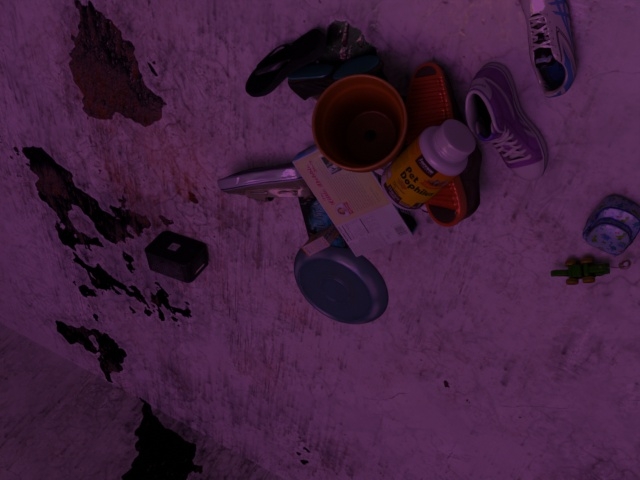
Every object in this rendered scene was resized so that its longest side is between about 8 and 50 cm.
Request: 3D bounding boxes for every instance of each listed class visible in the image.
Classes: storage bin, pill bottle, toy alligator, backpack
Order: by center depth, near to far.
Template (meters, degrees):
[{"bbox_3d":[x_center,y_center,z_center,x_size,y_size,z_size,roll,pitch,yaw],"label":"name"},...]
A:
[{"bbox_3d":[0.228,-0.160,1.498,0.117,0.117,0.215,41,140,-4],"label":"pill bottle"},{"bbox_3d":[0.639,-0.030,1.545,0.105,0.084,0.114,26,134,9],"label":"backpack"},{"bbox_3d":[0.638,0.071,1.664,0.189,0.056,0.051,-11,161,39],"label":"toy alligator"},{"bbox_3d":[-0.477,0.053,2.360,0.180,0.122,0.084,18,135,21],"label":"storage bin"}]

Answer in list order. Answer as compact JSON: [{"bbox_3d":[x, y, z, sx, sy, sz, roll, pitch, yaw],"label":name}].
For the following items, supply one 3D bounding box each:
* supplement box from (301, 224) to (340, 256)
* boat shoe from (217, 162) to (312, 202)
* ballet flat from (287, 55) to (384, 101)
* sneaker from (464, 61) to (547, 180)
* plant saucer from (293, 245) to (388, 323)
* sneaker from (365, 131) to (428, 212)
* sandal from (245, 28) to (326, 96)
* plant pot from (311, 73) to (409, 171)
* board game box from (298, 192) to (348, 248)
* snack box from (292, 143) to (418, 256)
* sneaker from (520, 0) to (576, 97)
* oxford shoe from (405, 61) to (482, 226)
[{"bbox_3d":[0.000,0.000,1.988,0.098,0.062,0.036,-28,106,45],"label":"supplement box"},{"bbox_3d":[-0.158,-0.151,1.959,0.302,0.109,0.094,-4,106,34],"label":"boat shoe"},{"bbox_3d":[0.046,-0.370,1.656,0.280,0.095,0.096,8,141,43],"label":"ballet flat"},{"bbox_3d":[0.381,-0.216,1.502,0.102,0.161,0.282,-16,117,41],"label":"sneaker"},{"bbox_3d":[0.051,0.140,2.135,0.317,0.044,0.318,19,136,19],"label":"plant saucer"},{"bbox_3d":[0.200,-0.188,1.712,0.271,0.100,0.108,36,124,-3],"label":"sneaker"},{"bbox_3d":[-0.094,-0.430,1.687,0.254,0.097,0.054,-27,142,36],"label":"sandal"},{"bbox_3d":[0.101,-0.246,1.581,0.205,0.188,0.205,0,88,13],"label":"plant pot"},{"bbox_3d":[0.008,-0.064,1.993,0.126,0.026,0.186,8,130,29],"label":"board game box"},{"bbox_3d":[0.090,-0.121,1.842,0.187,0.060,0.322,-22,113,33],"label":"snack box"},{"bbox_3d":[0.436,-0.388,1.366,0.085,0.086,0.237,-4,123,39],"label":"sneaker"},{"bbox_3d":[0.285,-0.222,1.605,0.129,0.132,0.364,7,113,47],"label":"oxford shoe"}]
